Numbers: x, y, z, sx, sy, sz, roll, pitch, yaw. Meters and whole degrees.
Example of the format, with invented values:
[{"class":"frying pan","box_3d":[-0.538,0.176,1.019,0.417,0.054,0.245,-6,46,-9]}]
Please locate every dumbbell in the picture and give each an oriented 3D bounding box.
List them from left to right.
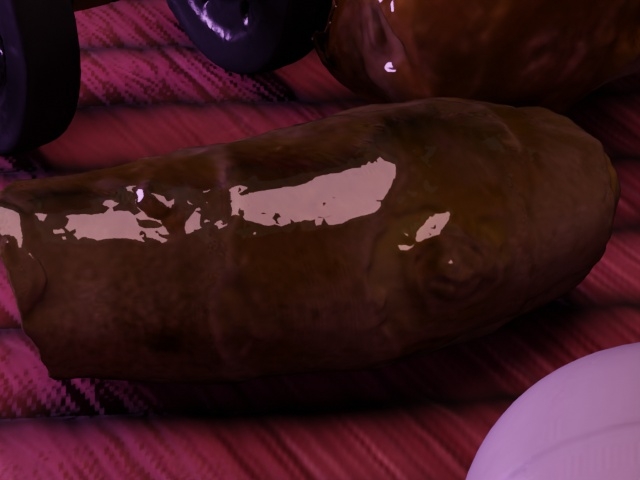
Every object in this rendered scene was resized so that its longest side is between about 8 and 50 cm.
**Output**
[{"class":"dumbbell","box_3d":[-0.102,-0.133,0.929,0.325,0.143,0.143,-21,40,-30]}]

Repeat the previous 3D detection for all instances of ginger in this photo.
[{"class":"ginger","box_3d":[0.000,0.000,0.768,0.263,0.109,0.116,-8,62,-13]},{"class":"ginger","box_3d":[0.143,-0.182,0.959,0.254,0.176,0.418,31,40,-7]}]

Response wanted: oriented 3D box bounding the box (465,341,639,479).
[{"class":"box","box_3d":[0.178,0.160,0.505,0.289,0.141,0.349,2,34,3]}]
